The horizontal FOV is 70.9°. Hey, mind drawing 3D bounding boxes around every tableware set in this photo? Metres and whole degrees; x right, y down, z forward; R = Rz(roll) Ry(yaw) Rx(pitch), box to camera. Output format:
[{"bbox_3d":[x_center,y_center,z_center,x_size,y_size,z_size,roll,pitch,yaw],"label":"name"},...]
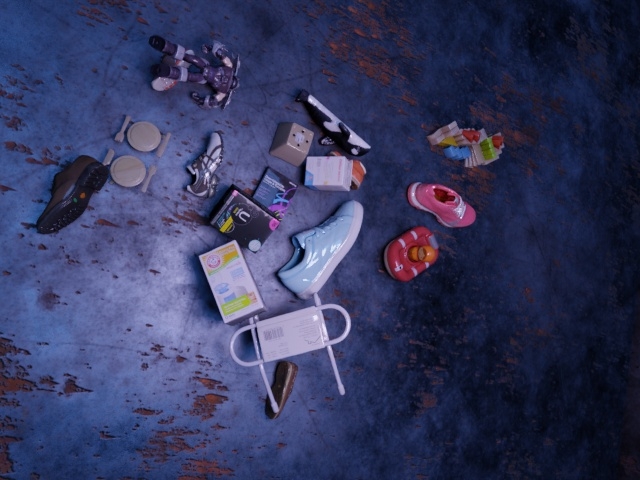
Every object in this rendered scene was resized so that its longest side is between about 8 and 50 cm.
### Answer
[{"bbox_3d":[-0.497,-0.230,1.217,0.128,0.039,0.194,22,73,-13],"label":"tableware set"}]

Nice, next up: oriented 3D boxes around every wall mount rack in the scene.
[{"bbox_3d":[-0.071,0.322,1.295,0.349,0.130,0.304,-14,77,-1],"label":"wall mount rack"}]

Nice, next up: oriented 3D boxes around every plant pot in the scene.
[{"bbox_3d":[-0.080,-0.306,1.396,0.109,0.096,0.109,22,79,-25],"label":"plant pot"}]

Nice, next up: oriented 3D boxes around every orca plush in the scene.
[{"bbox_3d":[0.024,-0.354,1.450,0.287,0.151,0.102,35,105,-24],"label":"orca plush"}]

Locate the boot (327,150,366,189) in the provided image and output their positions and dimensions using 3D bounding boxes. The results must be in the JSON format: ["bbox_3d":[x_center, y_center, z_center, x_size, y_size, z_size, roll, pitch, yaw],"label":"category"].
[{"bbox_3d":[0.090,-0.253,1.506,0.158,0.059,0.085,45,67,-27],"label":"boot"}]

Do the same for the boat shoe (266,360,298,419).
[{"bbox_3d":[-0.112,0.458,1.371,0.060,0.064,0.178,24,82,-43],"label":"boat shoe"}]

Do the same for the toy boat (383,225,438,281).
[{"bbox_3d":[0.336,0.048,1.562,0.231,0.151,0.151,-31,101,-24],"label":"toy boat"}]

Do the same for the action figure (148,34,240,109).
[{"bbox_3d":[-0.328,-0.470,1.247,0.285,0.099,0.186,-1,102,-55],"label":"action figure"}]

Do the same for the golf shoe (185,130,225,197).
[{"bbox_3d":[-0.330,-0.222,1.279,0.093,0.077,0.198,11,82,-26],"label":"golf shoe"}]

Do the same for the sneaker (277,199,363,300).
[{"bbox_3d":[0.000,0.000,1.404,0.150,0.135,0.366,40,72,-25],"label":"sneaker"}]

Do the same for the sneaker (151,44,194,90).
[{"bbox_3d":[-0.426,-0.486,1.261,0.064,0.061,0.158,36,70,7],"label":"sneaker"}]

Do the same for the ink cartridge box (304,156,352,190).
[{"bbox_3d":[0.034,-0.208,1.413,0.090,0.143,0.092,20,75,-71],"label":"ink cartridge box"}]

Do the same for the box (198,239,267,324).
[{"bbox_3d":[-0.241,0.119,1.245,0.114,0.103,0.203,-23,76,-6],"label":"box"}]

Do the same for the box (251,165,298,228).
[{"bbox_3d":[-0.150,-0.132,1.392,0.116,0.029,0.162,30,75,-23],"label":"box"}]

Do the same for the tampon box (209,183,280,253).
[{"bbox_3d":[-0.220,-0.063,1.293,0.161,0.101,0.120,35,97,-22],"label":"tampon box"}]

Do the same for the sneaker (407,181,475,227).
[{"bbox_3d":[0.471,-0.124,1.645,0.313,0.136,0.116,20,80,-25],"label":"sneaker"}]

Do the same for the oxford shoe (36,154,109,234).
[{"bbox_3d":[-0.637,-0.116,1.129,0.096,0.083,0.227,34,81,12],"label":"oxford shoe"}]

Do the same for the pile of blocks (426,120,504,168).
[{"bbox_3d":[0.584,-0.365,1.724,0.361,0.112,0.149,2,87,-26],"label":"pile of blocks"}]
